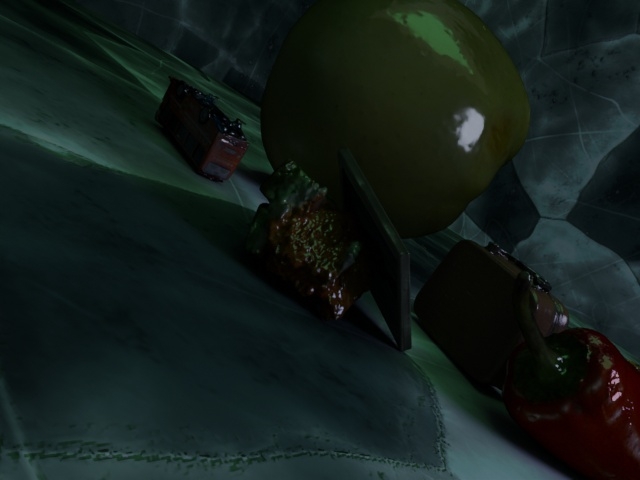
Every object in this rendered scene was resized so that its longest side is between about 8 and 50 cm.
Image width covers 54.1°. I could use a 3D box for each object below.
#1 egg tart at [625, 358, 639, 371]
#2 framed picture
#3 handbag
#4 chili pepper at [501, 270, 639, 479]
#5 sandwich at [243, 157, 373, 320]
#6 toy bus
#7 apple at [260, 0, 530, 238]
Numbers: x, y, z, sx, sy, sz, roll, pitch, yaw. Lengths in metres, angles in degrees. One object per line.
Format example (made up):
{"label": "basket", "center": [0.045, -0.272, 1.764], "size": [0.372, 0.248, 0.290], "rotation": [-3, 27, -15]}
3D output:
{"label": "egg tart", "center": [0.550, 0.246, 1.146], "size": [0.129, 0.129, 0.049], "rotation": [30, 55, -13]}
{"label": "framed picture", "center": [0.060, 0.006, 0.719], "size": [0.015, 0.150, 0.203], "rotation": [-15, 42, -8]}
{"label": "handbag", "center": [0.214, 0.087, 0.802], "size": [0.072, 0.151, 0.193], "rotation": [25, 12, -28]}
{"label": "chili pepper", "center": [0.264, 0.160, 0.650], "size": [0.338, 0.134, 0.131], "rotation": [33, -4, -17]}
{"label": "sandwich", "center": [0.001, 0.000, 0.707], "size": [0.160, 0.109, 0.185], "rotation": [39, 7, 13]}
{"label": "toy bus", "center": [-0.191, -0.181, 0.983], "size": [0.073, 0.096, 0.235], "rotation": [22, 16, -41]}
{"label": "apple", "center": [0.125, -0.221, 1.132], "size": [0.473, 0.473, 0.473], "rotation": [31, 11, -7]}
